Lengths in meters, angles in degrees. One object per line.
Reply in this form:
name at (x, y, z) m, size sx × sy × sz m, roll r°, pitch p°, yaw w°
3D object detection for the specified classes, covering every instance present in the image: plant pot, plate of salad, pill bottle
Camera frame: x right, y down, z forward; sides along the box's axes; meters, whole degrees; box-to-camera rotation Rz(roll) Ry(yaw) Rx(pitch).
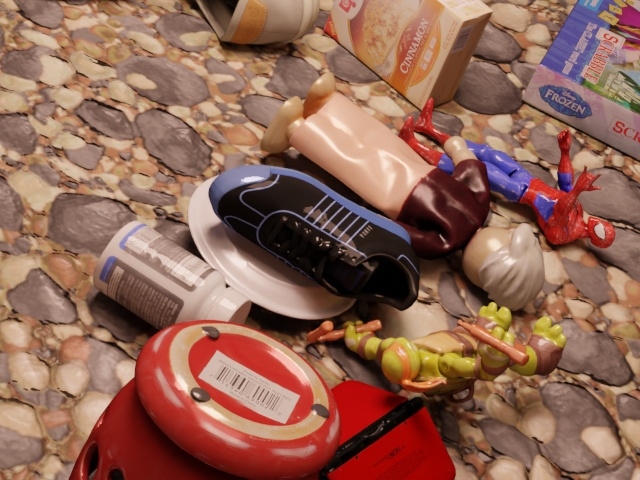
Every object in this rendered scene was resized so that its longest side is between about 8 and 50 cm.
plant pot at (-0.085, 0.169, 1.052) m, size 0.191 × 0.174 × 0.191 m, roll 22°, pitch 27°, yaw -12°
plate of salad at (-0.049, 0.009, 1.372) m, size 0.199 × 0.048 × 0.200 m, roll 22°, pitch 39°, yaw -19°
pill bottle at (-0.139, 0.047, 1.260) m, size 0.137 × 0.078 × 0.078 m, roll 32°, pitch 40°, yaw 11°

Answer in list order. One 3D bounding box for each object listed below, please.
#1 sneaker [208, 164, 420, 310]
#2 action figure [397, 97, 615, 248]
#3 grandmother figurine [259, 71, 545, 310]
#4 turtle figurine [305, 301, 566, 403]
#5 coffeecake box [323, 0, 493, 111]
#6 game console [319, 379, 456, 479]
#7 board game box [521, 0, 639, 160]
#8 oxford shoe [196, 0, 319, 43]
sneaker at (0.000, 0.000, 1.310) m, size 0.232 × 0.081 × 0.090 m, roll 19°, pitch 32°, yaw -23°
action figure at (0.238, -0.096, 1.565) m, size 0.280 × 0.139 × 0.091 m, roll 35°, pitch 41°, yaw 10°
grandmother figurine at (0.109, -0.050, 1.482) m, size 0.342 × 0.104 × 0.208 m, roll 40°, pitch 61°, yaw 15°
turtle figurine at (0.136, 0.111, 1.272) m, size 0.217 × 0.087 × 0.269 m, roll -4°, pitch 1°, yaw -44°
coffeecake box at (0.108, -0.280, 1.698) m, size 0.185 × 0.142 × 0.068 m, roll 42°, pitch 43°, yaw 23°
game console at (0.034, 0.200, 1.221) m, size 0.144 × 0.085 × 0.124 m, roll -27°, pitch 91°, yaw -43°
board game box at (0.471, -0.216, 1.861) m, size 0.318 × 0.066 × 0.319 m, roll 28°, pitch 39°, yaw 6°
oxford shoe at (-0.167, -0.428, 1.693) m, size 0.130 × 0.169 × 0.449 m, roll -22°, pitch 70°, yaw -33°
